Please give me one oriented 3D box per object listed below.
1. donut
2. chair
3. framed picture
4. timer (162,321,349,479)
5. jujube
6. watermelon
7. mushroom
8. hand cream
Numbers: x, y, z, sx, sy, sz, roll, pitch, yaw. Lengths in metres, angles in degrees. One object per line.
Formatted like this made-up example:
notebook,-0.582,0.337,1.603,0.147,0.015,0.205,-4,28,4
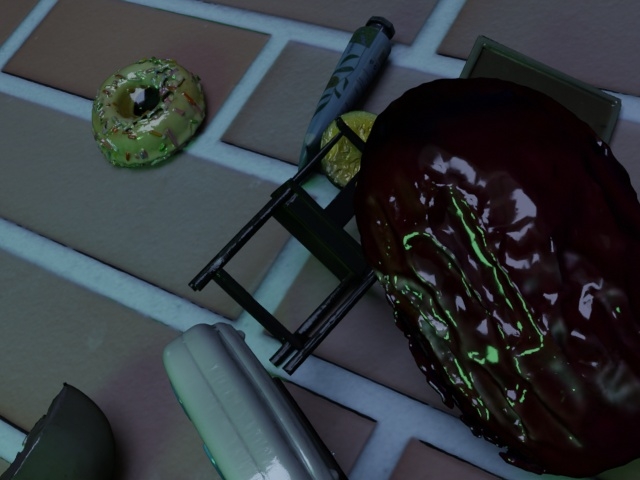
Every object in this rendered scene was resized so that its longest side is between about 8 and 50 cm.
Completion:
donut,-0.242,-0.182,1.268,0.174,0.068,0.175,-10,55,14
chair,0.000,0.000,0.988,0.154,0.141,0.260,44,81,-6
framed picture,0.215,-0.097,1.022,0.189,0.023,0.260,25,67,3
timer,-0.039,0.198,0.839,0.087,0.237,0.262,-35,54,-5
jujube,0.183,0.025,0.848,0.258,0.258,0.377,-27,83,2
watermelon,0.046,-0.100,1.105,0.105,0.062,0.106,2,79,-12
mushroom,-0.286,0.257,0.973,0.117,0.141,0.188,37,79,0
hand cream,0.029,-0.183,1.167,0.055,0.088,0.256,27,65,0
